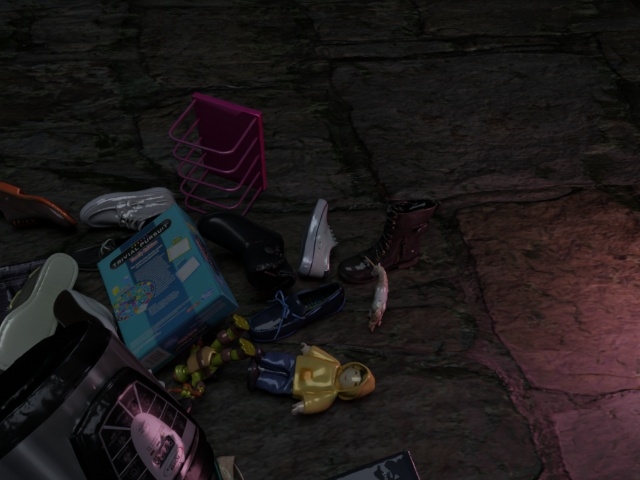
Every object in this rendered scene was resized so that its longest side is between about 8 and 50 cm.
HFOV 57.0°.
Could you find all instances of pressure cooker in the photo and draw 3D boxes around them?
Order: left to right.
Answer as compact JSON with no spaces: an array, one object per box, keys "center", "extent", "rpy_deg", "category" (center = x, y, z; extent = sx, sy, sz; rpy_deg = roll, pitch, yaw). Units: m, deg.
[{"center":[-0.392,0.393,1.019],"extent":[0.369,0.420,0.375],"rpy_deg":[-39,18,-9],"category":"pressure cooker"}]

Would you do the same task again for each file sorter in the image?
[{"center":[-0.283,-0.216,1.629],"extent":[0.202,0.291,0.182],"rpy_deg":[19,54,12],"category":"file sorter"}]

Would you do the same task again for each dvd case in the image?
[{"center":[-0.747,0.142,1.469],"extent":[0.164,0.018,0.221],"rpy_deg":[-13,51,-15],"category":"dvd case"}]

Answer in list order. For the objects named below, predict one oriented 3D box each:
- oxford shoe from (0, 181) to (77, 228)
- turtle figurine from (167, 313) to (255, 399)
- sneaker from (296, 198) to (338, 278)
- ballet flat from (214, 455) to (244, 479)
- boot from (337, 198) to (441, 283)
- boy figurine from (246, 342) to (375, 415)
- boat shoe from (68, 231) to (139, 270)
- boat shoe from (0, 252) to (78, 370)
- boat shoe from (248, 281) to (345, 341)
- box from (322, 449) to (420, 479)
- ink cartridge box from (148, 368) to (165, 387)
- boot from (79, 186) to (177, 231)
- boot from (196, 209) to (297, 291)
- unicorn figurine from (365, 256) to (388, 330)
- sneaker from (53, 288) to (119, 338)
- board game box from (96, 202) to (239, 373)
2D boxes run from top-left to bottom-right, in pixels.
[{"center":[-0.789,-0.070,1.615],"extent":[0.271,0.097,0.098],"rpy_deg":[19,71,18],"category":"oxford shoe"},{"center":[-0.251,0.275,1.320],"extent":[0.217,0.087,0.270],"rpy_deg":[-31,34,11],"category":"turtle figurine"},{"center":[0.000,0.000,1.604],"extent":[0.091,0.094,0.258],"rpy_deg":[20,53,-11],"category":"sneaker"},{"center":[-0.171,0.505,1.172],"extent":[0.052,0.057,0.168],"rpy_deg":[-7,50,-22],"category":"ballet flat"},{"center":[0.170,-0.010,1.517],"extent":[0.262,0.229,0.091],"rpy_deg":[-17,53,-17],"category":"boot"},{"center":[-0.021,0.313,1.323],"extent":[0.285,0.092,0.177],"rpy_deg":[9,47,8],"category":"boy figurine"},{"center":[-0.546,0.022,1.547],"extent":[0.232,0.079,0.084],"rpy_deg":[-8,52,-9],"category":"boat shoe"},{"center":[-0.671,0.170,1.380],"extent":[0.109,0.091,0.305],"rpy_deg":[39,48,-29],"category":"boat shoe"},{"center":[-0.062,0.158,1.451],"extent":[0.258,0.089,0.109],"rpy_deg":[-25,55,-23],"category":"boat shoe"},{"center":[0.009,0.576,0.990],"extent":[0.395,0.212,0.294],"rpy_deg":[-13,62,-15],"category":"box"},{"center":[-0.410,0.343,1.270],"extent":[0.143,0.090,0.092],"rpy_deg":[-7,50,-9],"category":"ink cartridge box"},{"center":[-0.515,-0.068,1.610],"extent":[0.258,0.095,0.123],"rpy_deg":[-18,46,-19],"category":"boot"},{"center":[-0.185,0.026,1.480],"extent":[0.246,0.094,0.207],"rpy_deg":[20,22,-23],"category":"boot"},{"center":[0.145,0.136,1.468],"extent":[0.060,0.111,0.162],"rpy_deg":[-2,49,-4],"category":"unicorn figurine"},{"center":[-0.486,0.210,1.325],"extent":[0.106,0.123,0.290],"rpy_deg":[-52,52,4],"category":"sneaker"},{"center":[-0.370,0.105,1.400],"extent":[0.253,0.079,0.336],"rpy_deg":[-37,51,1],"category":"board game box"}]
